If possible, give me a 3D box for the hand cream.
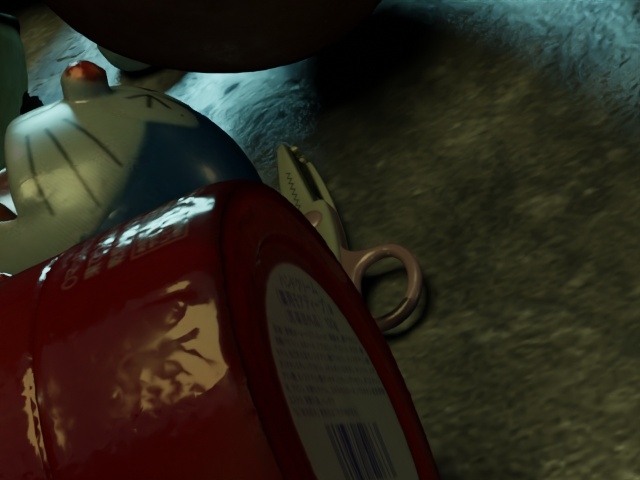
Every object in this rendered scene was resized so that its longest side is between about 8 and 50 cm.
[{"bbox_3d":[-0.041,0.084,0.525,0.125,0.193,0.193,-26,32,15],"label":"hand cream"}]

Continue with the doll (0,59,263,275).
[{"bbox_3d":[-0.141,0.032,0.722,0.257,0.161,0.215,-37,6,1],"label":"doll"}]

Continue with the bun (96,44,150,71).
[{"bbox_3d":[-0.122,-0.152,1.054,0.083,0.045,0.083,-26,35,20],"label":"bun"}]

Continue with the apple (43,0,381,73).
[{"bbox_3d":[-0.051,-0.243,0.899,0.235,0.305,0.305,10,48,17],"label":"apple"}]

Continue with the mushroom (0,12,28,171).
[{"bbox_3d":[-0.286,-0.060,0.974,0.190,0.164,0.267,-5,-1,2],"label":"mushroom"}]

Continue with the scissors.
[{"bbox_3d":[0.000,0.000,0.759,0.085,0.022,0.176,-34,34,12],"label":"scissors"}]
